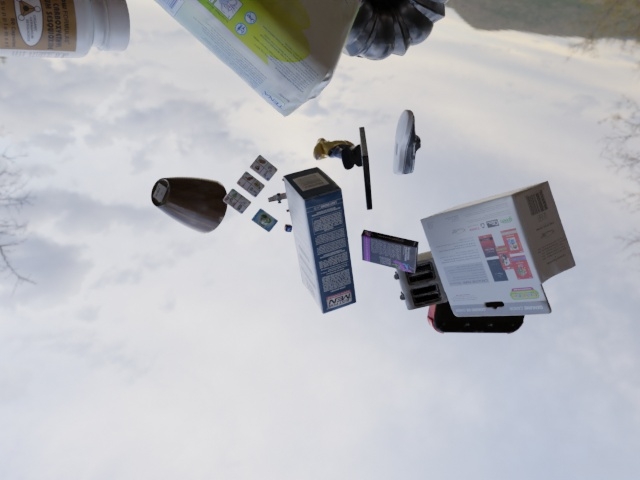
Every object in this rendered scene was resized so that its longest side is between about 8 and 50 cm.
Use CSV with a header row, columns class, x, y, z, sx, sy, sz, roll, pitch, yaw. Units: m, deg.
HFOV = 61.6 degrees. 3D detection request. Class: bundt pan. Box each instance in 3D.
class,x,y,z,sx,sy,sz,roll,pitch,yaw
bundt pan,0.120,-0.503,1.051,0.331,0.330,0.124,0,-143,-18

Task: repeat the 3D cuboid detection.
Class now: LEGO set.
class,x,y,z,sx,sy,sz,roll,pitch,yaw
LEGO set,-0.158,-0.132,1.683,0.244,0.182,0.060,36,-174,-27

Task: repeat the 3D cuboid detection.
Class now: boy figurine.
class,x,y,z,sx,sy,sz,roll,pitch,yaw
boy figurine,0.046,-0.325,1.981,0.177,0.092,0.285,-18,-159,-25

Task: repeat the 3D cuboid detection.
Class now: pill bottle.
class,x,y,z,sx,sy,sz,roll,pitch,yaw
pill bottle,-0.450,-0.375,0.902,0.229,0.131,0.131,-11,-143,-35

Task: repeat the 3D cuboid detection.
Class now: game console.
class,x,y,z,sx,sy,sz,roll,pitch,yaw
game console,0.603,0.192,2.004,0.387,0.341,0.060,2,-162,-11

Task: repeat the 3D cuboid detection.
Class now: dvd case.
class,x,y,z,sx,sy,sz,roll,pitch,yaw
dvd case,0.143,-0.232,1.696,0.022,0.180,0.253,-6,-149,5

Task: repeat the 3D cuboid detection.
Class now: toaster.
class,x,y,z,sx,sy,sz,roll,pitch,yaw
toaster,0.349,0.133,1.815,0.186,0.168,0.110,-14,-169,12

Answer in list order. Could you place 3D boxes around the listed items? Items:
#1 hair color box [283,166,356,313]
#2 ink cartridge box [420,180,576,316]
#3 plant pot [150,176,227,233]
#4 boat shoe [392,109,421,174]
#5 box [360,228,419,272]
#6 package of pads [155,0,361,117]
class,x,y,z,sx,sy,sz,roll,pitch,yaw
hair color box,0.000,0.000,1.420,0.105,0.347,0.174,-17,-148,-14
ink cartridge box,0.420,0.033,1.282,0.130,0.271,0.309,-20,-178,-29
plant pot,-0.503,-0.151,1.994,0.215,0.215,0.230,36,-168,36
boat shoe,0.385,-0.422,2.325,0.102,0.301,0.108,-4,-148,-11
box,0.196,0.031,1.527,0.162,0.116,0.029,15,-128,18
package of pads,-0.062,-0.322,0.698,0.229,0.101,0.296,39,-137,-22
